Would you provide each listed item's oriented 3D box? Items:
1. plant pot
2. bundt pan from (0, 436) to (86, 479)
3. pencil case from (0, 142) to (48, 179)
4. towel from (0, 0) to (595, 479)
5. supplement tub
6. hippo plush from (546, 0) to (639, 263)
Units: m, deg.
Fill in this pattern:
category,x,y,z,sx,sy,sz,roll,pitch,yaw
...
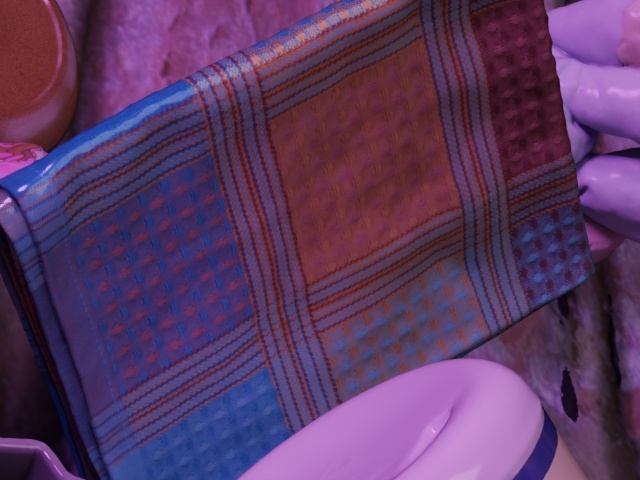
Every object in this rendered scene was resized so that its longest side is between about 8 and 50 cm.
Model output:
category,x,y,z,sx,sy,sz,roll,pitch,yaw
plant pot,-0.259,-0.149,1.265,0.236,0.032,0.236,25,43,-25
bundt pan,-0.208,0.232,0.880,0.331,0.124,0.331,19,36,-15
pencil case,-0.338,-0.090,1.046,0.386,0.160,0.167,37,61,-12
towel,0.000,0.000,1.111,0.370,0.271,0.040,-30,36,-21
supplement tub,0.090,0.255,1.049,0.325,0.235,0.235,57,38,-10
hippo plush,0.153,-0.098,1.434,0.236,0.234,0.294,-19,72,-49
